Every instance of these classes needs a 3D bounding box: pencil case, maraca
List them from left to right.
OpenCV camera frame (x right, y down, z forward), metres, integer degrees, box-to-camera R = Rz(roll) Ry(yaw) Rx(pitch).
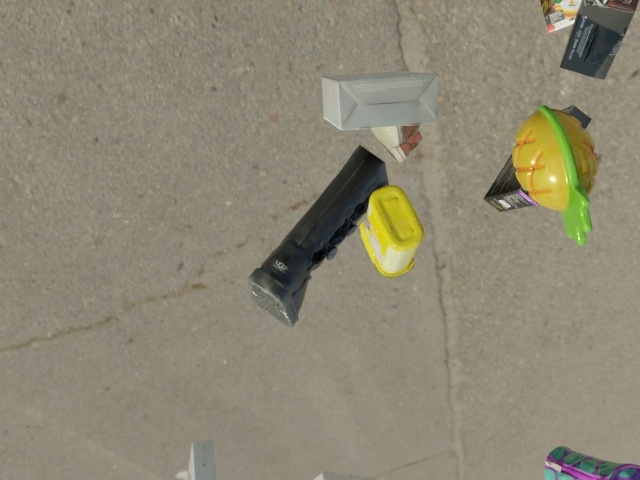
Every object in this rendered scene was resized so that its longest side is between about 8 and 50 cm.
[{"bbox_3d":[0.302,-0.084,0.839,0.099,0.185,0.127,-16,155,8],"label":"maraca"},{"bbox_3d":[0.326,0.287,0.790,0.070,0.064,0.152,24,166,-6],"label":"pencil case"}]

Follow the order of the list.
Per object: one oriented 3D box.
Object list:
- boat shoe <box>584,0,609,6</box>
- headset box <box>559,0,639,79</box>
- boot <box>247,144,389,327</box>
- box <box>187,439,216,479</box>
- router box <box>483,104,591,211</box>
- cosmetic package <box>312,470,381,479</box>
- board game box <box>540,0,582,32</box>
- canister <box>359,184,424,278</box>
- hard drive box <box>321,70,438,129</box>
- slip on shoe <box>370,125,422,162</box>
[{"bbox_3d":[0.537,-0.505,1.275,0.121,0.335,0.119,-16,131,-63],"label":"boat shoe"},{"bbox_3d":[0.630,-0.518,1.457,0.110,0.293,0.218,20,160,15],"label":"headset box"},{"bbox_3d":[0.000,0.000,1.751,0.445,0.146,0.367,-53,174,-16],"label":"boot"},{"bbox_3d":[-0.195,0.432,1.100,0.038,0.145,0.186,-1,146,-16],"label":"box"},{"bbox_3d":[0.369,-0.137,1.143,0.179,0.046,0.133,-56,-172,-9],"label":"router box"},{"bbox_3d":[-0.018,0.562,1.133,0.197,0.155,0.365,24,123,-35],"label":"cosmetic package"},{"bbox_3d":[0.709,-0.680,1.707,0.305,0.193,0.053,-12,-173,46],"label":"board game box"},{"bbox_3d":[0.127,-0.013,1.188,0.073,0.126,0.170,-22,164,-8],"label":"canister"},{"bbox_3d":[0.106,-0.271,1.265,0.181,0.232,0.089,-5,106,-5],"label":"hard drive box"},{"bbox_3d":[0.180,-0.275,1.571,0.101,0.123,0.331,-42,164,5],"label":"slip on shoe"}]
